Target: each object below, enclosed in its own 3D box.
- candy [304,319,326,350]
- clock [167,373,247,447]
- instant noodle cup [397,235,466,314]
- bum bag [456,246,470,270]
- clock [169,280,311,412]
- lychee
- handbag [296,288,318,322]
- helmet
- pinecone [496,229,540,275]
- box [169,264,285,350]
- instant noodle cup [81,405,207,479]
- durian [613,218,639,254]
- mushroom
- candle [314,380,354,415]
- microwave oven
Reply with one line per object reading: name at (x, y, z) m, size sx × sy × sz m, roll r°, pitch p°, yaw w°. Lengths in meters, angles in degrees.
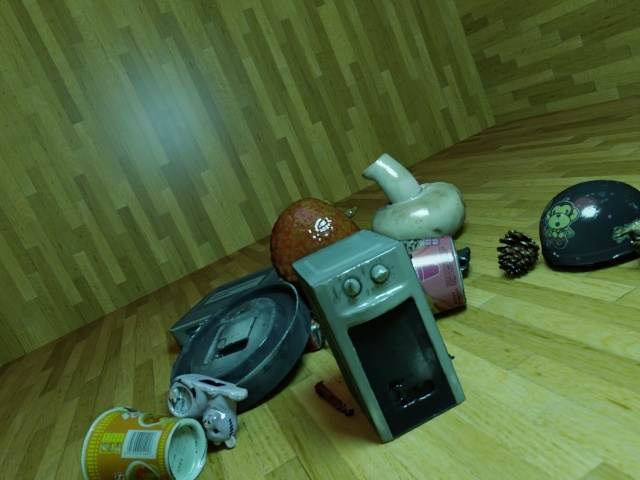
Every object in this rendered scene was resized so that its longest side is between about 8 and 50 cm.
candy at (-0.062, 0.240, 1.331) m, size 0.292 × 0.086 × 0.059 m, roll -10°, pitch 28°, yaw 44°
clock at (-0.238, 0.345, 1.060) m, size 0.176 × 0.117 × 0.080 m, roll 8°, pitch -5°, yaw 26°
instant noodle cup at (0.198, 0.090, 1.212) m, size 0.255 × 0.244 × 0.244 m, roll -12°, pitch 15°, yaw 14°
bum bag at (0.286, 0.071, 1.439) m, size 0.142 × 0.079 × 0.326 m, roll -22°, pitch 7°, yaw -29°
clock at (-0.195, 0.259, 1.278) m, size 0.386 × 0.076 × 0.386 m, roll -28°, pitch 26°, yaw 15°
lychee at (0.000, 0.000, 1.404) m, size 0.300 × 0.255 × 0.255 m, roll -55°, pitch 21°, yaw -14°
handbag at (0.010, 0.157, 1.510) m, size 0.285 × 0.113 × 0.257 m, roll -26°, pitch 21°, yaw -21°
helmet at (0.616, -0.056, 1.161) m, size 0.279 × 0.160 × 0.230 m, roll -27°, pitch 11°, yaw -9°
pinecone at (0.464, 0.030, 1.221) m, size 0.102 × 0.102 × 0.109 m, roll -15°, pitch 36°, yaw 35°
box at (-0.274, 0.209, 1.797) m, size 0.396 × 0.111 × 0.396 m, roll -21°, pitch 11°, yaw 16°
instant noodle cup at (-0.326, 0.403, 0.998) m, size 0.185 × 0.168 × 0.168 m, roll -9°, pitch 17°, yaw 22°
durian at (0.655, 0.000, 0.991) m, size 0.189 × 0.091 × 0.148 m, roll 0°, pitch 13°, yaw 2°
mushroom at (0.286, -0.084, 1.704) m, size 0.356 × 0.315 × 0.315 m, roll 15°, pitch 23°, yaw 10°
candle at (0.023, 0.311, 1.019) m, size 0.026 × 0.021 × 0.167 m, roll -6°, pitch 5°, yaw -20°
microwave oven at (0.101, 0.148, 0.918) m, size 0.181 × 0.295 × 0.237 m, roll -26°, pitch 12°, yaw -7°
